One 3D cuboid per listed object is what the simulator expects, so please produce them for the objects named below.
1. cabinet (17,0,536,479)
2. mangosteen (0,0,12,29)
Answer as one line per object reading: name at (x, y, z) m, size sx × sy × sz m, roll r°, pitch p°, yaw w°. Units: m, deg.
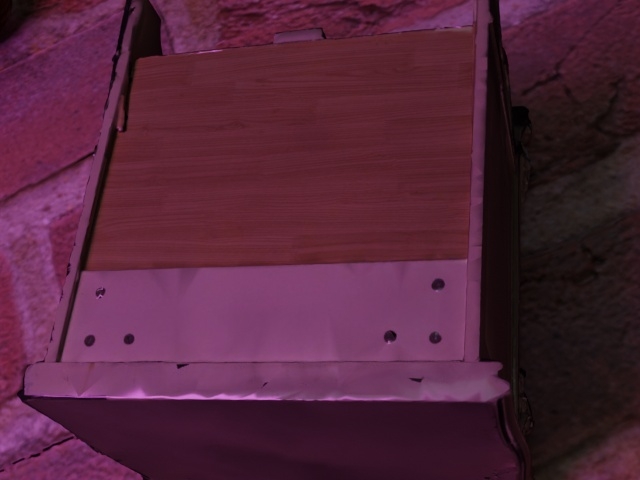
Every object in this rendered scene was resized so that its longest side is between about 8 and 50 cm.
cabinet at (0.000, 0.000, 0.714) m, size 0.289 × 0.227 × 0.318 m, roll -3°, pitch 61°, yaw 16°
mangosteen at (-0.504, -0.272, 0.933) m, size 0.435 × 0.382 × 0.382 m, roll 35°, pitch 77°, yaw 11°
